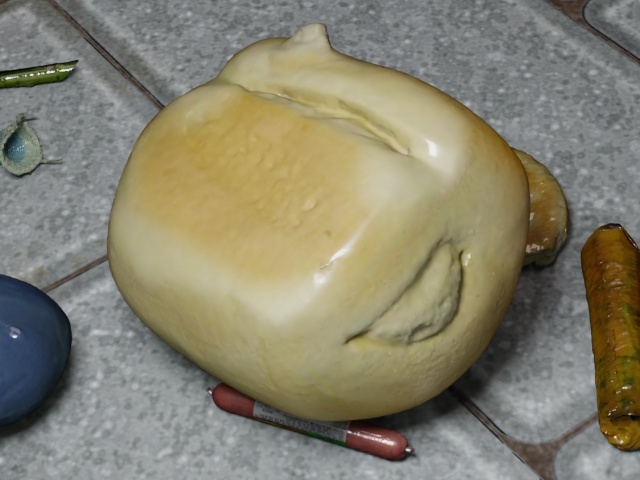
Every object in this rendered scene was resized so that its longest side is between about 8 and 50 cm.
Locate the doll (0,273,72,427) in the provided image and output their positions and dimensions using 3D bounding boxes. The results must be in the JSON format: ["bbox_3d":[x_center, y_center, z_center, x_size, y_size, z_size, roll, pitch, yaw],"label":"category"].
[{"bbox_3d":[-0.375,0.099,1.553,0.258,0.154,0.228,21,47,15],"label":"doll"}]

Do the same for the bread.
[{"bbox_3d":[0.000,0.000,1.511,0.376,0.253,0.348,23,66,42],"label":"bread"}]

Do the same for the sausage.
[{"bbox_3d":[-0.012,0.176,1.513,0.223,0.029,0.029,15,49,18],"label":"sausage"}]

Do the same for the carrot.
[{"bbox_3d":[0.300,0.091,1.544,0.070,0.070,0.260,1,47,6],"label":"carrot"}]

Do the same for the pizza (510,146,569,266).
[{"bbox_3d":[0.161,-0.009,1.674,0.262,0.034,0.181,-35,53,-24],"label":"pizza"}]

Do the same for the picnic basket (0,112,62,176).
[{"bbox_3d":[-0.349,-0.112,1.804,0.083,0.065,0.083,-12,32,24],"label":"picnic basket"}]

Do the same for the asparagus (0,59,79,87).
[{"bbox_3d":[-0.417,-0.203,1.917,0.236,0.027,0.034,-4,41,2],"label":"asparagus"}]
